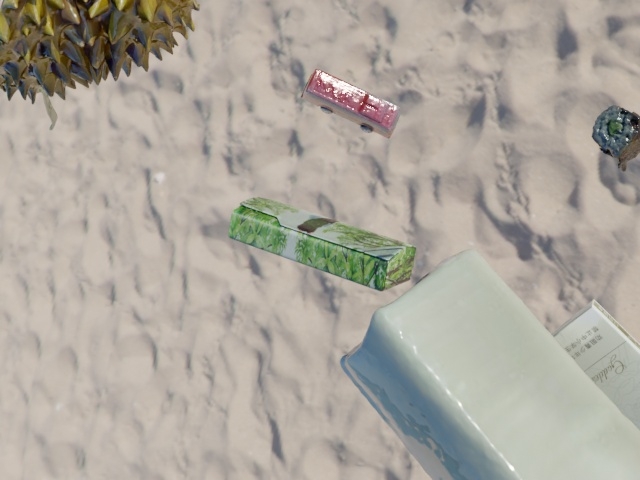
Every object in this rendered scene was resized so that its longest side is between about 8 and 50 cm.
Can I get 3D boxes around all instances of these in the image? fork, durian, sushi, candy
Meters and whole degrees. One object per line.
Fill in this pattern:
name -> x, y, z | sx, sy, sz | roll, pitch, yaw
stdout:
fork -> -0.449, -0.230, 1.371 | 0.219, 0.028, 0.034 | 131, 147, -70
durian -> -0.210, -0.185, 0.693 | 0.186, 0.154, 0.260 | -40, 9, -9
sushi -> 0.557, -0.194, 1.566 | 0.098, 0.084, 0.094 | -53, 56, 22
candy -> 0.212, 0.200, 0.999 | 0.359, 0.208, 0.145 | 51, 146, 18

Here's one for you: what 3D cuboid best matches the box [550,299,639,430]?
box -> 0.386, 0.181, 1.100 | 0.198, 0.029, 0.109 | 45, 118, 1

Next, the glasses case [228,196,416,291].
glasses case -> 0.000, 0.000, 1.246 | 0.272, 0.095, 0.062 | 18, 107, 28

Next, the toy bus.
toy bus -> 0.061, -0.260, 1.603 | 0.077, 0.192, 0.065 | 156, 138, -83
